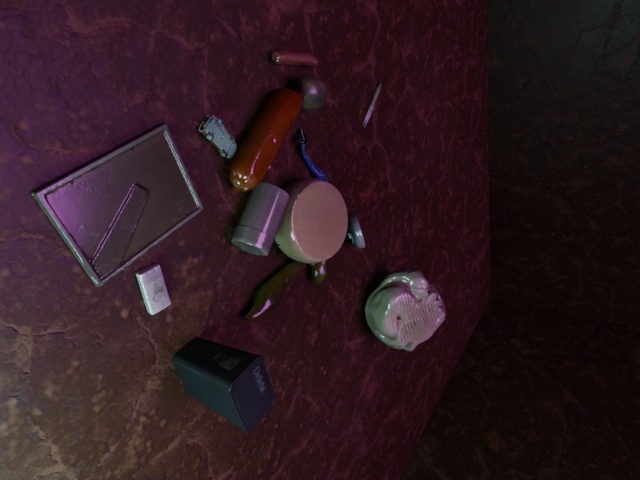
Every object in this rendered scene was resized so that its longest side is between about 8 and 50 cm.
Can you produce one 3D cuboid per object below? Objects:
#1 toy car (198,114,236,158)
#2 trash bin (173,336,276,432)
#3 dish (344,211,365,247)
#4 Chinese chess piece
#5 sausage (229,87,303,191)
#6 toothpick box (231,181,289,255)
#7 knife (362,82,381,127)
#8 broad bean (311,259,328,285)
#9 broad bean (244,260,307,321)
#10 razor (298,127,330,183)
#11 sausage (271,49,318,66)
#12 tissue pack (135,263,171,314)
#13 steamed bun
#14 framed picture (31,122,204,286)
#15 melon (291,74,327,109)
[{"bbox_3d":[-0.253,-0.258,1.097,0.059,0.035,0.122,-66,152,-19],"label":"toy car"},{"bbox_3d":[-0.244,0.349,1.094,0.115,0.225,0.165,-42,130,-41],"label":"trash bin"},{"bbox_3d":[0.108,-0.028,1.627,0.141,0.077,0.141,163,-90,-89],"label":"dish"},{"bbox_3d":[-0.031,-0.061,1.360,0.273,0.102,0.274,-3,94,-44],"label":"Chinese chess piece"},{"bbox_3d":[-0.148,-0.287,1.182,0.349,0.097,0.094,-67,151,-19],"label":"sausage"},{"bbox_3d":[-0.165,-0.058,1.205,0.111,0.111,0.181,38,67,-51],"label":"toothpick box"},{"bbox_3d":[0.201,-0.525,1.683,0.030,0.014,0.207,42,66,-50],"label":"knife"},{"bbox_3d":[0.007,-0.001,1.509,0.098,0.055,0.318,-3,97,-52],"label":"broad bean"},{"bbox_3d":[-0.123,0.136,1.347,0.325,0.067,0.075,-44,140,-37],"label":"broad bean"},{"bbox_3d":[-0.021,-0.246,1.422,0.253,0.042,0.082,57,13,-46],"label":"razor"},{"bbox_3d":[-0.074,-0.531,1.270,0.186,0.043,0.043,-21,115,-49],"label":"sausage"},{"bbox_3d":[-0.387,0.113,1.012,0.056,0.023,0.108,-35,126,-45],"label":"tissue pack"},{"bbox_3d":[0.356,0.285,1.912,0.352,0.247,0.339,-40,121,-12],"label":"steamed bun"},{"bbox_3d":[-0.406,-0.082,0.940,0.315,0.024,0.232,-47,133,-39],"label":"framed picture"},{"bbox_3d":[-0.032,-0.443,1.305,0.130,0.097,0.098,-15,111,-53],"label":"melon"}]
